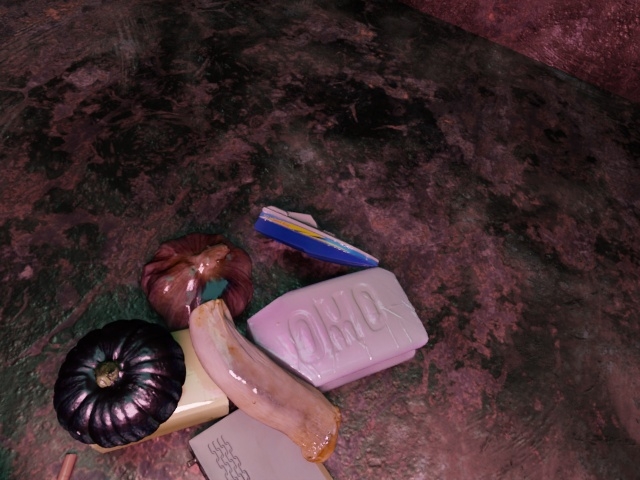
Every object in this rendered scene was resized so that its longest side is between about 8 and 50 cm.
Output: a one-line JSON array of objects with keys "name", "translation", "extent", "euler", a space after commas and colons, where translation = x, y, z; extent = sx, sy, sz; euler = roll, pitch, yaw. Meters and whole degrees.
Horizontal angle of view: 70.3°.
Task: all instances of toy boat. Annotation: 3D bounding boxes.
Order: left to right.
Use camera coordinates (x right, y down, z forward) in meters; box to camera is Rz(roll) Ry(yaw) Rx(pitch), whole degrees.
[{"name": "toy boat", "translation": [0.000, 0.000, 1.060], "extent": [0.295, 0.129, 0.088], "euler": [22, 83, 19]}]

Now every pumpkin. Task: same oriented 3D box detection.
[{"name": "pumpkin", "translation": [-0.306, 0.215, 0.702], "extent": [0.194, 0.150, 0.194], "euler": [-6, 32, 4]}]

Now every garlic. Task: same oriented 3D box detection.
[{"name": "garlic", "translation": [-0.254, 0.078, 0.952], "extent": [0.245, 0.160, 0.245], "euler": [6, 55, -9]}]

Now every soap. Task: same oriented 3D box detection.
[{"name": "soap", "translation": [0.024, 0.194, 0.965], "extent": [0.347, 0.115, 0.208], "euler": [-14, 59, -22]}]

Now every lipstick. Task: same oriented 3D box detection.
[{"name": "lipstick", "translation": [-0.434, 0.409, 0.762], "extent": [0.019, 0.019, 0.094], "euler": [9, 55, -7]}]

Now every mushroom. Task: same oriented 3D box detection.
[{"name": "mushroom", "translation": [-0.101, 0.248, 0.801], "extent": [0.351, 0.095, 0.123], "euler": [47, 47, -8]}]

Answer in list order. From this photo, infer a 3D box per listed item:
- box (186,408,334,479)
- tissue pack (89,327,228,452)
[{"name": "box", "translation": [-0.092, 0.427, 0.807], "extent": [0.211, 0.045, 0.270], "euler": [-26, 65, -36]}, {"name": "tissue pack", "translation": [-0.298, 0.266, 0.829], "extent": [0.234, 0.125, 0.159], "euler": [-10, 59, -19]}]
